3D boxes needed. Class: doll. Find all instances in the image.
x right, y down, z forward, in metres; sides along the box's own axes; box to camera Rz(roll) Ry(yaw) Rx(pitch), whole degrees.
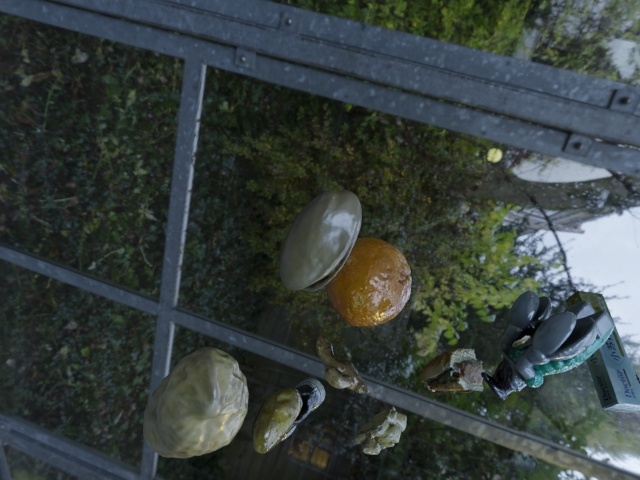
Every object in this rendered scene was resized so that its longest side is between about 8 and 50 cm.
[{"bbox_3d":[0.442,0.203,0.812,0.258,0.153,0.195,-44,-165,-20],"label":"doll"}]

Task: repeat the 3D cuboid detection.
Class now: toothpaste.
[{"bbox_3d":[0.743,0.285,1.087,0.071,0.089,0.312,106,-9,-52],"label":"toothpaste"}]

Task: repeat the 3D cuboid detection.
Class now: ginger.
[{"bbox_3d":[0.054,0.378,1.254,0.058,0.133,0.214,-59,-144,20],"label":"ginger"}]

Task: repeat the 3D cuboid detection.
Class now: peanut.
[{"bbox_3d":[-0.201,0.264,0.664,0.325,0.140,0.153,127,-33,-46],"label":"peanut"}]

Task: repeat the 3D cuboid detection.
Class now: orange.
[{"bbox_3d":[0.185,0.151,1.538,0.341,0.294,0.339,31,53,-51],"label":"orange"}]

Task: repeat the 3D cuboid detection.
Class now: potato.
[{"bbox_3d":[-0.055,0.215,0.506,0.092,0.047,0.045,-41,162,-50],"label":"potato"}]

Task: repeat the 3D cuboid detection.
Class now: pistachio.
[{"bbox_3d":[0.000,0.000,0.814,0.225,0.136,0.136,-61,173,6],"label":"pistachio"}]

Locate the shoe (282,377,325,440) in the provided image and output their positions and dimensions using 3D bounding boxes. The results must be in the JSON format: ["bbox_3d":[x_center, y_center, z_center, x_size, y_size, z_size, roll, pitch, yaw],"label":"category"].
[{"bbox_3d":[-0.069,0.342,0.809,0.169,0.071,0.099,-43,164,3],"label":"shoe"}]

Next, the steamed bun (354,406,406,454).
[{"bbox_3d":[0.227,0.680,1.467,0.192,0.106,0.177,-22,160,-48],"label":"steamed bun"}]

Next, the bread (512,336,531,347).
[{"bbox_3d":[0.542,0.288,1.102,0.082,0.056,0.115,27,56,-64],"label":"bread"}]

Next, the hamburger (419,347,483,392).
[{"bbox_3d":[0.397,0.417,1.328,0.208,0.156,0.135,-33,-136,54],"label":"hamburger"}]
